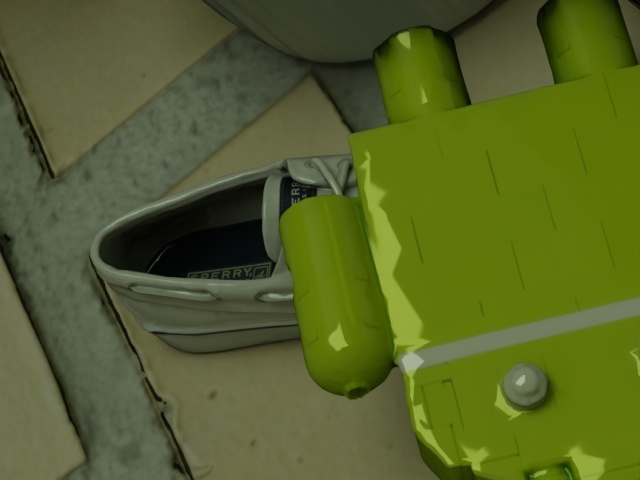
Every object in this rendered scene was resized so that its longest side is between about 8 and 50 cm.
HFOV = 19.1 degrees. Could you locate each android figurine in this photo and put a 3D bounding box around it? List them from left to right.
[{"bbox_3d":[0.109,0.011,0.868,0.248,0.056,0.273,-12,61,3],"label":"android figurine"}]

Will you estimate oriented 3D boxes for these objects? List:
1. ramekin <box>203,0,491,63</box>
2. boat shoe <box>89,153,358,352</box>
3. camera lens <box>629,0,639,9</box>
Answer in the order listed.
[{"bbox_3d":[0.015,-0.234,1.065,0.277,0.135,0.277,-16,56,26],"label":"ramekin"},{"bbox_3d":[0.000,0.000,0.969,0.258,0.084,0.095,-17,55,25],"label":"boat shoe"},{"bbox_3d":[0.179,-0.236,0.865,0.219,0.274,0.219,-16,56,25],"label":"camera lens"}]
